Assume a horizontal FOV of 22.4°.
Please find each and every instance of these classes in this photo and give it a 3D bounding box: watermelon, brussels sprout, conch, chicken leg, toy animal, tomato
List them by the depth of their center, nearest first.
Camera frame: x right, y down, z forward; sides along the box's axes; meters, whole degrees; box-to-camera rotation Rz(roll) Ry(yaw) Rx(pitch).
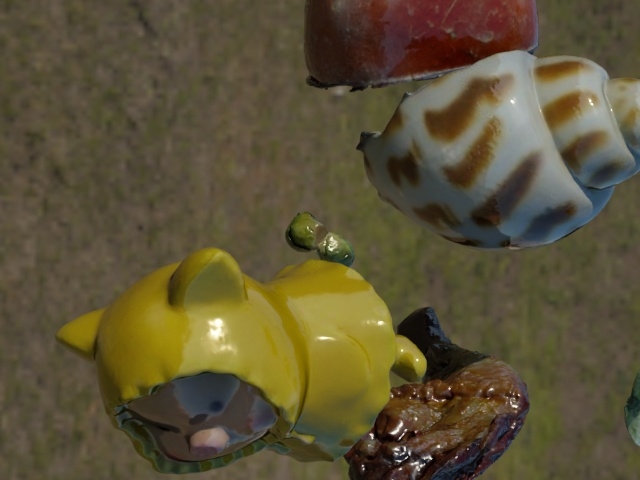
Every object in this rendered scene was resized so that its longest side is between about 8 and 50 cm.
[{"bbox_3d":[-0.037,0.073,1.020,0.230,0.156,0.156,15,75,-44],"label":"toy animal"},{"bbox_3d":[0.181,-0.077,1.379,0.149,0.275,0.183,61,14,24],"label":"conch"},{"bbox_3d":[0.083,-0.227,1.436,0.181,0.214,0.155,-141,-140,-64],"label":"tomato"},{"bbox_3d":[0.097,0.151,1.449,0.322,0.177,0.083,-38,138,-57],"label":"chicken leg"},{"bbox_3d":[0.001,0.000,1.818,0.046,0.083,0.051,-63,172,-3],"label":"brussels sprout"},{"bbox_3d":[0.442,0.182,2.013,0.094,0.081,0.180,29,55,-28],"label":"watermelon"}]
